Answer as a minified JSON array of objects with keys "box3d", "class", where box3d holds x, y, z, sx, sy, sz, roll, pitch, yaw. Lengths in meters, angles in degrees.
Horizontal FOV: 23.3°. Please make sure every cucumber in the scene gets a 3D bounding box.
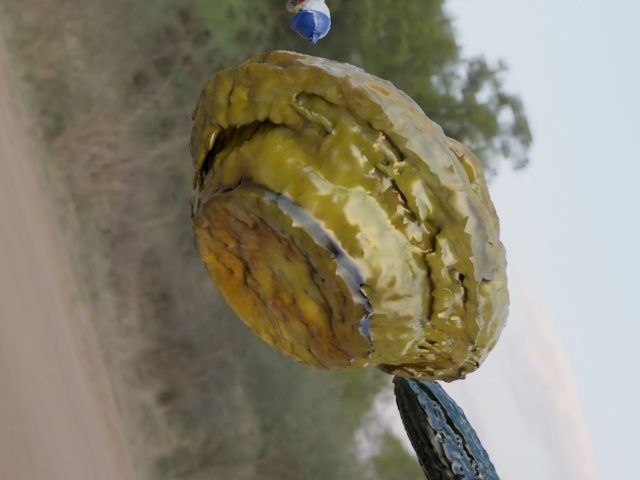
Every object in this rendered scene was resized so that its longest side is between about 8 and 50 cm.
[{"box3d":[0.151,0.248,1.620,0.077,0.077,0.265,80,-14,-60],"class":"cucumber"}]

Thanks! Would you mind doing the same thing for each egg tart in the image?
[{"box3d":[0.000,0.000,1.141,0.294,0.123,0.294,30,-40,28],"class":"egg tart"}]

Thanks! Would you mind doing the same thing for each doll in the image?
[{"box3d":[-0.013,-0.291,1.850,0.099,0.057,0.143,-44,-139,47],"class":"doll"}]
